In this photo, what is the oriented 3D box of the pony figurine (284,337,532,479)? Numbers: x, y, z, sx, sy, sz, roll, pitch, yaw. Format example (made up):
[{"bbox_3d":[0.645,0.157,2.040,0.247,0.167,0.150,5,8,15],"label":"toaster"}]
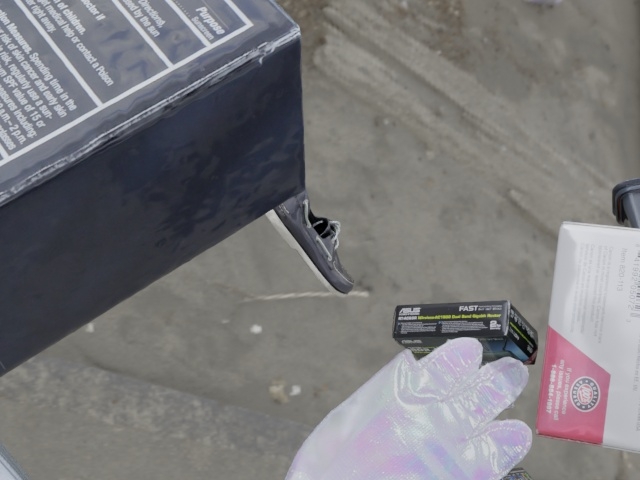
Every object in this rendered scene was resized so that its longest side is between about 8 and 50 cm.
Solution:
[{"bbox_3d":[0.059,0.230,0.495,0.351,0.363,0.302,-25,94,-32],"label":"pony figurine"}]

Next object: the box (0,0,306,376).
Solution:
[{"bbox_3d":[-0.209,-0.100,0.691,0.294,0.182,0.296,-32,64,-16],"label":"box"}]

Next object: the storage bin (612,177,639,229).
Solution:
[{"bbox_3d":[0.428,-0.019,1.285,0.098,0.135,0.091,67,16,-54],"label":"storage bin"}]

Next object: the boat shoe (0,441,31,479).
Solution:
[{"bbox_3d":[-0.277,0.244,0.902,0.094,0.109,0.302,-37,118,-17],"label":"boat shoe"}]

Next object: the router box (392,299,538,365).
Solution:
[{"bbox_3d":[0.146,0.095,1.067,0.092,0.123,0.038,41,50,-51],"label":"router box"}]

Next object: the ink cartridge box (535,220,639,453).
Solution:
[{"bbox_3d":[0.359,0.100,0.998,0.117,0.283,0.207,2,95,-71],"label":"ink cartridge box"}]

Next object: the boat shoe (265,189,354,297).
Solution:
[{"bbox_3d":[0.000,0.000,1.341,0.065,0.075,0.206,-38,133,3],"label":"boat shoe"}]

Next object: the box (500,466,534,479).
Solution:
[{"bbox_3d":[0.267,0.347,1.239,0.184,0.045,0.191,45,8,23],"label":"box"}]
